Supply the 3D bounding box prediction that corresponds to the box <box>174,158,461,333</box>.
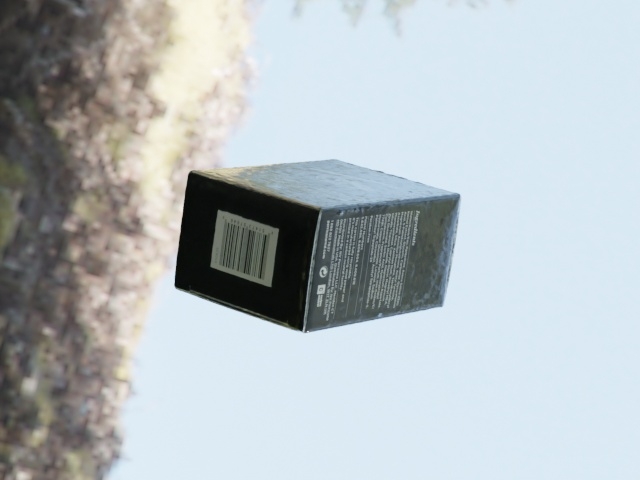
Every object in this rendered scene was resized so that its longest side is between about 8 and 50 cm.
[{"bbox_3d":[0.000,0.000,1.545,0.153,0.207,0.108,17,-75,38],"label":"box"}]
